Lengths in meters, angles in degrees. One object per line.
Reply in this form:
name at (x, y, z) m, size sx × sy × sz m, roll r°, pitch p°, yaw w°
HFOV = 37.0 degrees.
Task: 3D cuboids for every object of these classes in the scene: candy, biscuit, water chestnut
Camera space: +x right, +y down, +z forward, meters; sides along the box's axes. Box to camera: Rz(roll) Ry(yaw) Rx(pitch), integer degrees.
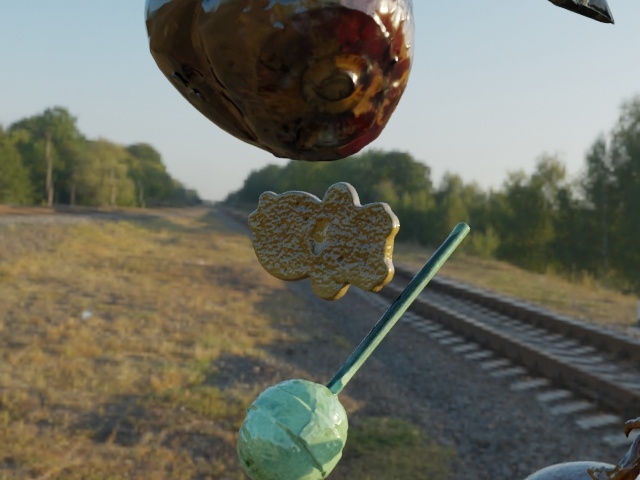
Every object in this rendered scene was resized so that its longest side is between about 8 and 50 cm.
candy at (0.062, 0.120, 1.142) m, size 0.119 × 0.119 × 0.440 m, roll 6°, pitch 43°, yaw 46°
biscuit at (0.000, 0.000, 1.334) m, size 0.226 × 0.165 × 0.036 m, roll 4°, pitch -2°, yaw 24°
water chestnut at (-0.024, -0.221, 0.955) m, size 0.289 × 0.244 × 0.289 m, roll 28°, pitch -26°, yaw 15°

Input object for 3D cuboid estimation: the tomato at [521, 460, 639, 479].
tomato at (0.381, 0.462, 1.327) m, size 0.317 × 0.282 × 0.316 m, roll 22°, pitch -33°, yaw 16°

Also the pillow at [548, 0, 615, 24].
pillow at (0.405, -0.399, 1.535) m, size 0.150 × 0.090 × 0.048 m, roll 13°, pitch -25°, yaw -28°

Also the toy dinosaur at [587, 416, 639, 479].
toy dinosaur at (0.370, 0.204, 0.926) m, size 0.097 × 0.208 × 0.432 m, roll 47°, pitch -7°, yaw 6°
